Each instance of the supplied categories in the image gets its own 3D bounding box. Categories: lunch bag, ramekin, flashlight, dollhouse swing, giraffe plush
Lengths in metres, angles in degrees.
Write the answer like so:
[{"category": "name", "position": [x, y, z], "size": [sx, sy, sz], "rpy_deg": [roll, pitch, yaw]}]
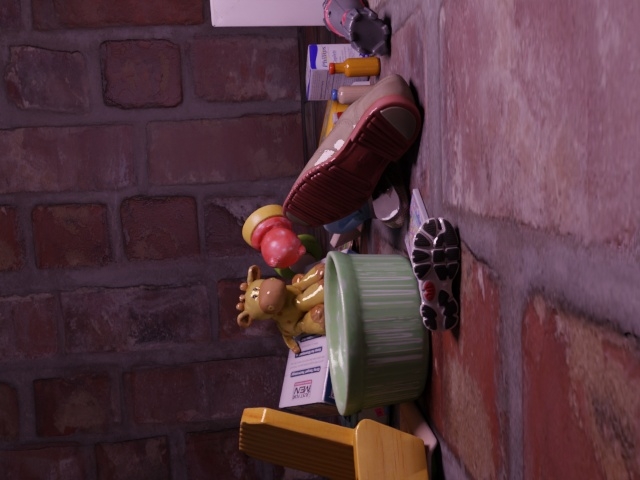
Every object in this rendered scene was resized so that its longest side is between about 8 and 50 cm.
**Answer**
[{"category": "lunch bag", "position": [0.092, 0.343, 1.572], "size": [0.279, 0.108, 0.224], "rpy_deg": [-99, 9, -45]}, {"category": "ramekin", "position": [0.098, 0.165, 1.220], "size": [0.303, 0.148, 0.303], "rpy_deg": [177, 90, -84]}, {"category": "flashlight", "position": [0.068, -0.461, 1.369], "size": [0.304, 0.103, 0.103], "rpy_deg": [-103, 14, -65]}, {"category": "dollhouse swing", "position": [0.008, 0.480, 1.164], "size": [0.346, 0.305, 0.315], "rpy_deg": [104, 165, -60]}, {"category": "giraffe plush", "position": [-0.086, 0.130, 1.425], "size": [0.210, 0.171, 0.181], "rpy_deg": [-46, 34, 32]}]

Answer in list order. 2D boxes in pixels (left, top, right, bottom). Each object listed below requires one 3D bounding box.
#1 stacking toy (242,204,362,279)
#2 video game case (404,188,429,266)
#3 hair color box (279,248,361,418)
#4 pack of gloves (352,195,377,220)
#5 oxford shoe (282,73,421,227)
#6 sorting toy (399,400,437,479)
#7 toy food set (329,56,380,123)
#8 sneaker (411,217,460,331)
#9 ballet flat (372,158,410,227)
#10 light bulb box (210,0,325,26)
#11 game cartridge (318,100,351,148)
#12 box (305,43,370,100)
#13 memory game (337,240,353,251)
[{"category": "stacking toy", "position": [0.000, 0.000, 1.576], "size": [0.130, 0.309, 0.279], "rpy_deg": [53, 171, 38]}, {"category": "video game case", "position": [0.165, -0.015, 1.128], "size": [0.087, 0.011, 0.122], "rpy_deg": [-99, 9, -45]}, {"category": "hair color box", "position": [0.023, 0.210, 1.469], "size": [0.174, 0.105, 0.347], "rpy_deg": [-26, 47, 51]}, {"category": "pack of gloves", "position": [0.074, -0.138, 1.350], "size": [0.232, 0.046, 0.195], "rpy_deg": [-12, -82, -73]}, {"category": "oxford shoe", "position": [0.053, -0.153, 1.190], "size": [0.348, 0.123, 0.130], "rpy_deg": [-41, 31, 35]}, {"category": "sorting toy", "position": [0.177, 0.414, 1.186], "size": [0.193, 0.038, 0.208], "rpy_deg": [-119, 31, -76]}, {"category": "toy food set", "position": [0.065, -0.304, 1.453], "size": [0.232, 0.105, 0.111], "rpy_deg": [107, 159, -73]}, {"category": "sneaker", "position": [0.162, 0.047, 0.953], "size": [0.071, 0.068, 0.169], "rpy_deg": [-94, 1, -74]}, {"category": "ballet flat", "position": [0.124, -0.125, 1.227], "size": [0.058, 0.084, 0.249], "rpy_deg": [31, -142, -41]}, {"category": "light bulb box", "position": [-0.114, -0.726, 1.702], "size": [0.361, 0.358, 0.225], "rpy_deg": [-102, 13, -49]}, {"category": "game cartridge", "position": [0.024, -0.261, 1.733], "size": [0.285, 0.053, 0.323], "rpy_deg": [151, 133, -84]}, {"category": "box", "position": [0.038, -0.387, 1.511], "size": [0.126, 0.137, 0.072], "rpy_deg": [101, 165, -68]}, {"category": "memory game", "position": [0.065, 0.028, 1.845], "size": [0.186, 0.012, 0.186], "rpy_deg": [-165, 90, -82]}]
